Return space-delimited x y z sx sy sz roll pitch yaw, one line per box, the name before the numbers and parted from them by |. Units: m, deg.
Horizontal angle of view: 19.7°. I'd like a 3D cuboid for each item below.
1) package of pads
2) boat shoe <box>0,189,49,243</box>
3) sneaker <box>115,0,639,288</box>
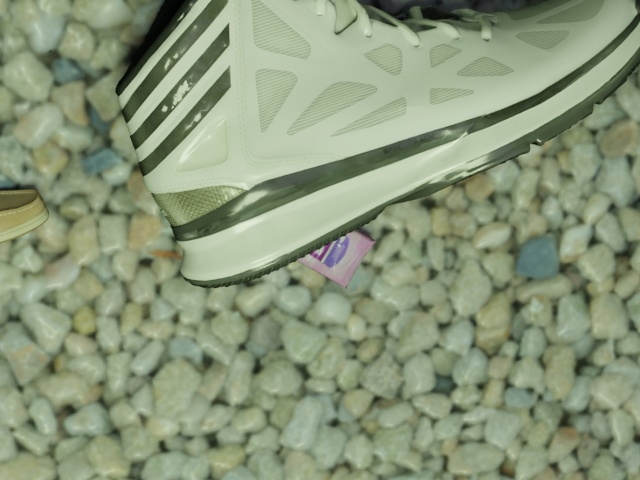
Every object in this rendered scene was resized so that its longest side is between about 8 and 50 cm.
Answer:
package of pads | 0.000 0.000 1.581 0.083 0.032 0.050 30 93 -19
boat shoe | -0.305 -0.026 1.484 0.170 0.063 0.059 -9 112 -11
sneaker | 0.045 -0.167 1.479 0.447 0.169 0.258 -27 102 -12
